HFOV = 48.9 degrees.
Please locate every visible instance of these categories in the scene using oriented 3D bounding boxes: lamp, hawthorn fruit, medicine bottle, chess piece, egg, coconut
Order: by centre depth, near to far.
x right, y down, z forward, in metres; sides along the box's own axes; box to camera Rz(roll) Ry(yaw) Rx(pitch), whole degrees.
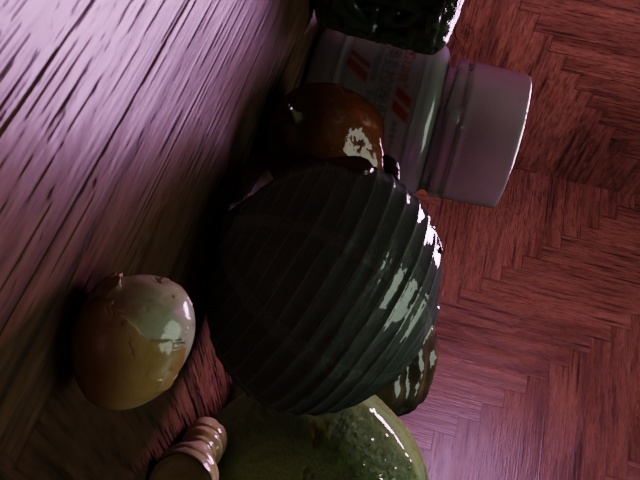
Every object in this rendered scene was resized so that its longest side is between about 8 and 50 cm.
[{"bbox_3d":[-0.113,0.062,0.425,0.071,0.071,0.083,-35,141,-81],"label":"egg"},{"bbox_3d":[-0.001,0.039,0.701,0.265,0.233,0.233,-52,-179,17],"label":"lamp"},{"bbox_3d":[-0.128,0.222,0.717,0.122,0.066,0.066,-68,171,-82],"label":"chess piece"},{"bbox_3d":[-0.008,-0.121,0.806,0.189,0.149,0.149,39,56,-38],"label":"hawthorn fruit"},{"bbox_3d":[-0.007,0.309,0.894,0.328,0.329,0.281,71,23,-79],"label":"coconut"},{"bbox_3d":[0.132,-0.177,1.035,0.241,0.302,0.241,14,90,-84],"label":"medicine bottle"}]

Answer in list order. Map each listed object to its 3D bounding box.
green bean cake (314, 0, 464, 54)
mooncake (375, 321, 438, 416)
[{"bbox_3d":[0.085,-0.318,0.841,0.183,0.185,0.094,95,13,-64],"label":"green bean cake"},{"bbox_3d":[0.051,0.165,1.161,0.290,0.290,0.161,-58,156,-71],"label":"mooncake"}]
